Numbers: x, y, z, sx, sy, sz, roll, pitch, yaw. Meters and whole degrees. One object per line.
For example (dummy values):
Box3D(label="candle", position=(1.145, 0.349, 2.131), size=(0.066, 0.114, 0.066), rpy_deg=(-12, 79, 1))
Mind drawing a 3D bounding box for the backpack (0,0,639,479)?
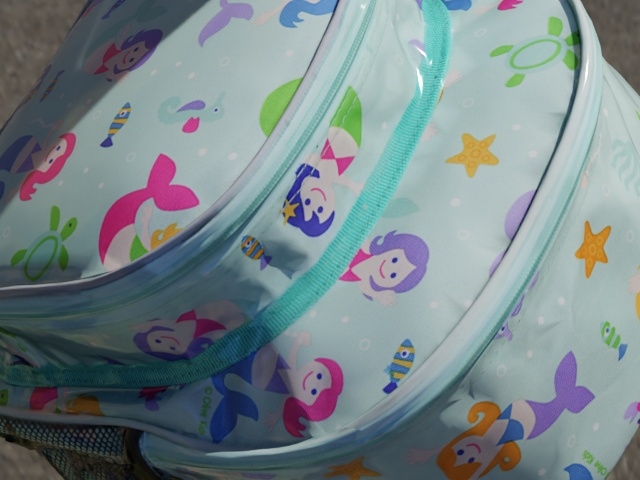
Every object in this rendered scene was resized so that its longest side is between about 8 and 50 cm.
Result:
Box3D(label="backpack", position=(0.000, 0.000, 0.617), size=(0.253, 0.191, 0.225), rpy_deg=(8, 59, 43))
